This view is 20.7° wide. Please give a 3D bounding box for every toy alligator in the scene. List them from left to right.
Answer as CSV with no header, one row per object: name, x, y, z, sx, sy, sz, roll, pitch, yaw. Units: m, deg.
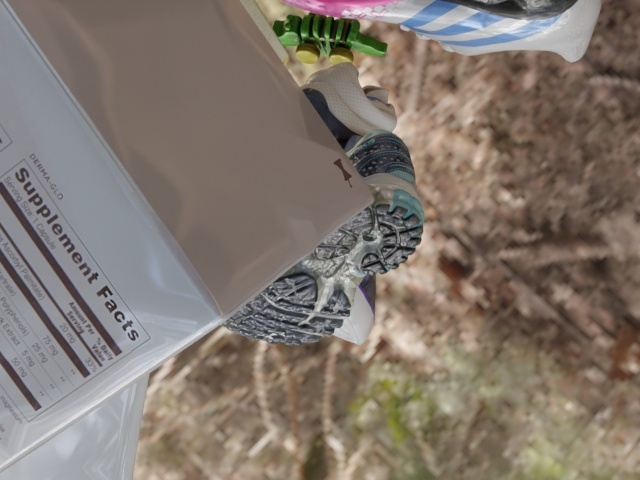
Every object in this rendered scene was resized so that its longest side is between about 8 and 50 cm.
toy alligator,-0.018,-0.240,2.011,0.189,0.056,0.051,8,153,11

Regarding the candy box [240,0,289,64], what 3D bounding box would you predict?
candy box,-0.091,-0.082,1.224,0.027,0.206,0.105,10,152,33

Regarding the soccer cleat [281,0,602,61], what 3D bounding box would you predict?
soccer cleat,0.077,-0.213,1.491,0.331,0.116,0.143,14,161,21

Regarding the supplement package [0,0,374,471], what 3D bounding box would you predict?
supplement package,-0.156,-0.008,0.790,0.262,0.199,0.198,-34,92,24

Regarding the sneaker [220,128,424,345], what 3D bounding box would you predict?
sneaker,0.000,0.000,1.624,0.110,0.122,0.283,27,138,-28

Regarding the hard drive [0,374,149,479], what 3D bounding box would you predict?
hard drive,-0.243,0.070,1.362,0.047,0.233,0.353,-123,40,-56

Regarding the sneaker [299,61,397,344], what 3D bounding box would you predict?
sneaker,0.034,-0.050,1.938,0.130,0.236,0.323,22,158,33
